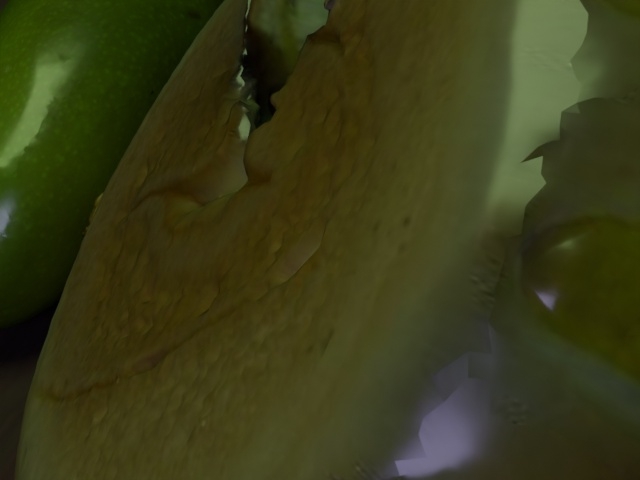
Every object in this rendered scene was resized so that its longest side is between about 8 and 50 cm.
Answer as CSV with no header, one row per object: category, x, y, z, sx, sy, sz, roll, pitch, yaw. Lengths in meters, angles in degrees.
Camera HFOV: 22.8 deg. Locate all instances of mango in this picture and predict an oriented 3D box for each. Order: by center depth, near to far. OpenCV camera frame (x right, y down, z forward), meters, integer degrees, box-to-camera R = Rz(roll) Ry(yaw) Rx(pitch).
mango,-0.140,-0.069,0.907,0.175,0.143,0.293,-51,10,41

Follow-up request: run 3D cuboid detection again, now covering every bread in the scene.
bread,0.025,0.030,0.501,0.333,0.160,0.333,-48,27,34

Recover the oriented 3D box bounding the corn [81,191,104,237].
corn,0.000,0.000,0.725,0.293,0.106,0.106,0,32,36
